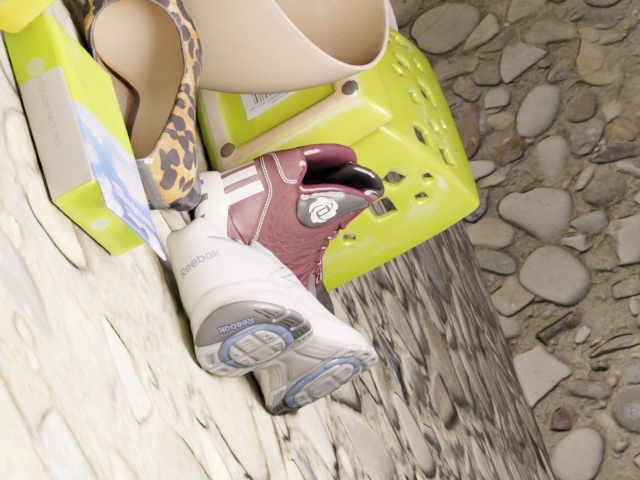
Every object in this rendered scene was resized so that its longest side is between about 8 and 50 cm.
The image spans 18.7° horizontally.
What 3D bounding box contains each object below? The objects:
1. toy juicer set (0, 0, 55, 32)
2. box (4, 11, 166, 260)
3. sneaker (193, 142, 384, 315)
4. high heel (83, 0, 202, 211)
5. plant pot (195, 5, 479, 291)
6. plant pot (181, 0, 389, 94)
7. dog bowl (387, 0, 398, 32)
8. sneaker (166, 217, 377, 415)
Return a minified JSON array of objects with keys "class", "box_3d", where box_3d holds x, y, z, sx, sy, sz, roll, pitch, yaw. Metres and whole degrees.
[{"class":"toy juicer set","box_3d":[-0.279,-0.321,1.422,0.209,0.089,0.329,36,35,-44]},{"class":"box","box_3d":[-0.174,-0.070,1.441,0.109,0.042,0.178,47,20,-59]},{"class":"sneaker","box_3d":[0.000,0.000,1.845,0.281,0.162,0.106,50,18,-56]},{"class":"high heel","box_3d":[-0.152,-0.151,1.599,0.186,0.093,0.261,28,47,-85]},{"class":"plant pot","box_3d":[0.000,-0.112,1.984,0.207,0.228,0.227,45,22,-48]},{"class":"plant pot","box_3d":[-0.092,-0.249,1.817,0.284,0.191,0.284,43,33,-37]},{"class":"dog bowl","box_3d":[-0.039,-0.306,2.236,0.349,0.102,0.349,52,-11,15]},{"class":"sneaker","box_3d":[-0.039,0.062,1.666,0.129,0.111,0.297,63,7,26]}]
